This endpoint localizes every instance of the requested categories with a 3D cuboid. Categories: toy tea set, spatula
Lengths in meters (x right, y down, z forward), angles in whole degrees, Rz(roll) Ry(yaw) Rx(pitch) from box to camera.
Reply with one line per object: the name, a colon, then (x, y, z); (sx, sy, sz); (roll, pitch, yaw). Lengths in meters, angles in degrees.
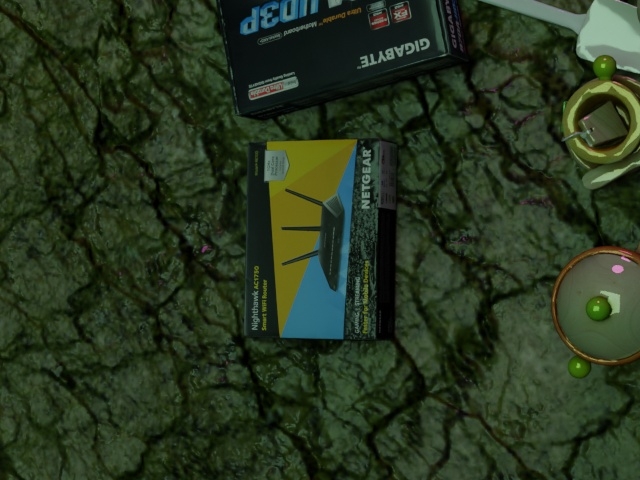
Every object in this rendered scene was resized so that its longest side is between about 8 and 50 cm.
toy tea set: (0.272, -0.047, 1.334); (0.200, 0.124, 0.336); (-8, 88, 25)
spatula: (0.212, -0.249, 1.444); (0.242, 0.019, 0.168); (22, 97, 24)

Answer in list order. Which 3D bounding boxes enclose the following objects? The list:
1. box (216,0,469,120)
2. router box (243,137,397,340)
box: (0.013, -0.219, 1.513); (0.220, 0.051, 0.175); (-13, 82, 27)
router box: (0.000, 0.000, 1.513); (0.133, 0.046, 0.178); (0, 87, 25)
